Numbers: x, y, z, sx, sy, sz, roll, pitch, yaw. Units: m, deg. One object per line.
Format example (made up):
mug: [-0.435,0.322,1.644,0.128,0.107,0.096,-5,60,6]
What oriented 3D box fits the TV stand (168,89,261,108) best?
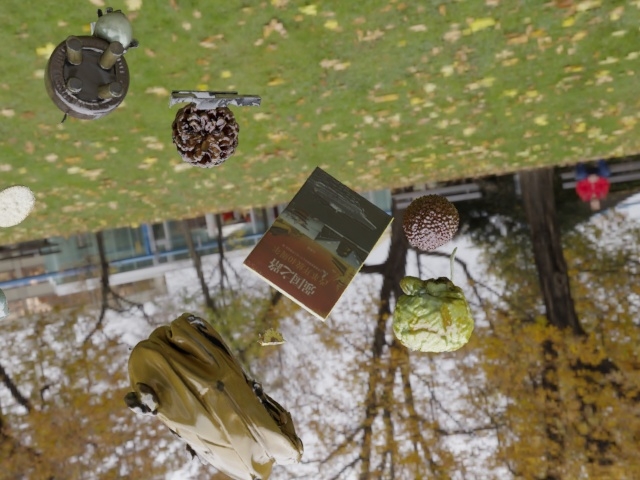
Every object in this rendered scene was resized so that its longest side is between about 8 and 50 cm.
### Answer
TV stand: [-0.270,-0.361,1.943,0.249,0.036,0.042,-6,-137,-30]

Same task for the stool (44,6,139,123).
stool: [-0.347,-0.280,1.180,0.125,0.217,0.121,32,159,-20]

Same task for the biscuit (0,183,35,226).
biscuit: [-0.919,-0.102,2.248,0.020,0.152,0.152,37,-148,28]

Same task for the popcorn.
popcorn: [0.246,0.159,1.711,0.197,0.213,0.198,-6,143,-5]

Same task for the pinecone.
pinecone: [-0.348,-0.331,2.315,0.221,0.222,0.221,-9,-174,1]

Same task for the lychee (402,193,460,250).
lychee: [0.235,-0.037,1.616,0.123,0.123,0.129,-8,-163,11]

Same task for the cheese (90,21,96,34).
cheese: [-0.658,-0.543,2.223,0.037,0.192,0.097,-1,-168,4]

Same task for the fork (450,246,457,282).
fork: [0.399,0.128,2.285,0.028,0.220,0.034,6,-179,-9]

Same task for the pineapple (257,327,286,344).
pineapple: [-0.123,0.238,1.862,0.083,0.045,0.019,0,144,-49]

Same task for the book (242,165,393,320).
book: [0.000,0.000,2.034,0.374,0.262,0.028,-54,177,-27]

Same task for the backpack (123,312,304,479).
backpack: [-0.203,0.318,1.444,0.201,0.378,0.353,-45,155,-13]

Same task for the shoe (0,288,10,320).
shoe: [-0.821,0.169,1.898,0.195,0.079,0.078,-37,161,36]
